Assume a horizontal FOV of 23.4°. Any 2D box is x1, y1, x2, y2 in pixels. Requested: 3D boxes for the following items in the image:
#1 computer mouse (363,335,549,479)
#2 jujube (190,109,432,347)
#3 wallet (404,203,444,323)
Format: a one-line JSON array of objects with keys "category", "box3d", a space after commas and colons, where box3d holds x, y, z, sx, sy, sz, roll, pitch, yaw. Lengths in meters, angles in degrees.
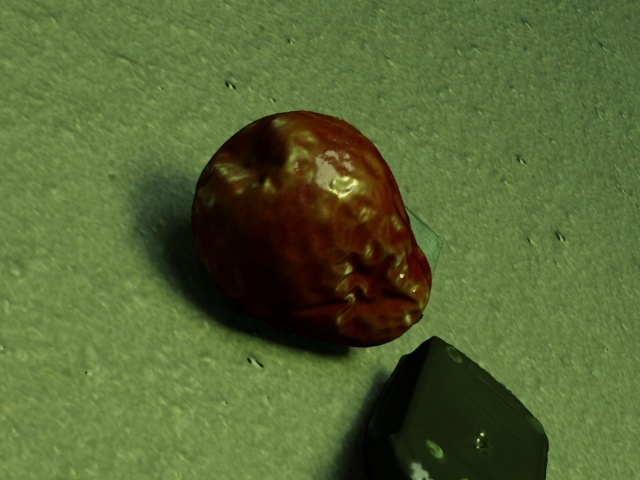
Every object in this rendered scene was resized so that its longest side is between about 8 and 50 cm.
[{"category": "computer mouse", "box3d": [0.115, 0.206, 1.383, 0.170, 0.100, 0.269, 44, 24, -5]}, {"category": "jujube", "box3d": [0.000, 0.000, 1.402, 0.255, 0.190, 0.190, 42, 28, -35]}, {"category": "wallet", "box3d": [0.036, -0.026, 1.619, 0.222, 0.036, 0.167, 42, 30, -13]}]
